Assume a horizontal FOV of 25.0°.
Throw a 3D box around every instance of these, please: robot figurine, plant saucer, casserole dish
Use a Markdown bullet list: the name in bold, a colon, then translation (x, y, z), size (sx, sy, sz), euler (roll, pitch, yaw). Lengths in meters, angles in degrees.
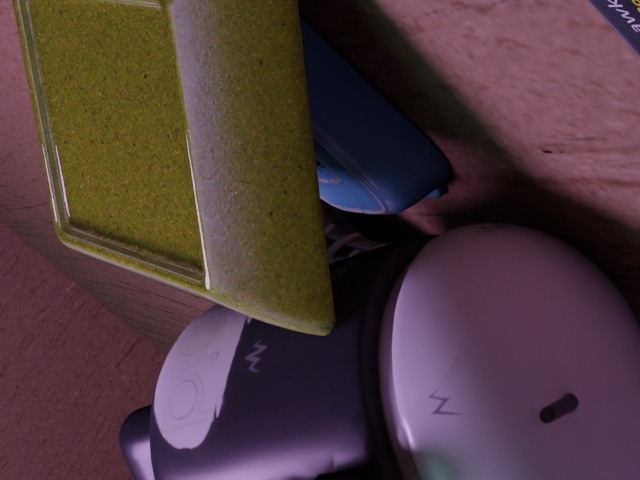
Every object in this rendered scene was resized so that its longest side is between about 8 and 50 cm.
- **robot figurine**: translation (0.031, 0.095, 0.709), size (0.278, 0.209, 0.173), euler (-20, 136, 38)
- **plant saucer**: translation (-0.079, -0.055, 0.655), size (0.188, 0.045, 0.188), euler (15, 119, 48)
- **casserole dish**: translation (-0.016, -0.071, 0.717), size (0.188, 0.037, 0.114), euler (41, 168, -20)

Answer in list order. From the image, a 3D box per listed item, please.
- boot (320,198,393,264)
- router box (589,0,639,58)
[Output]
- **boot**: translation (0.000, 0.000, 0.841), size (0.123, 0.095, 0.258), euler (21, 168, 37)
- **router box**: translation (0.077, -0.102, 0.306), size (0.179, 0.046, 0.133), euler (43, 167, -22)
